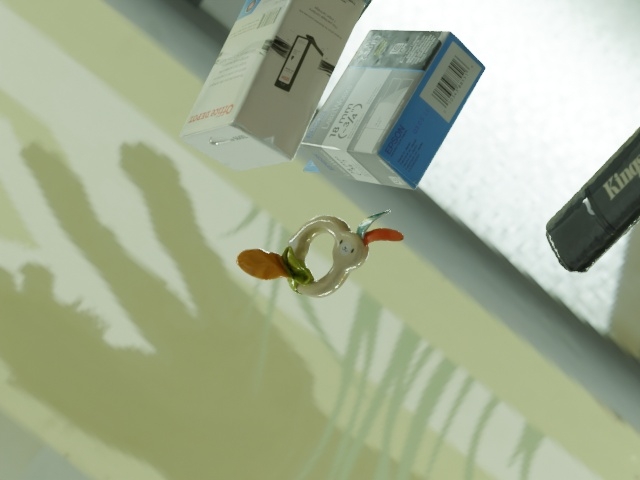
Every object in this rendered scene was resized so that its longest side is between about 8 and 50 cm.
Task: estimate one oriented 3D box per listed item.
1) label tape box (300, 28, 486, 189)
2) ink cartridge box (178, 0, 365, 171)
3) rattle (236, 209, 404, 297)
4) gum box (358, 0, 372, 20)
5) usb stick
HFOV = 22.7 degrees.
[{"bbox_3d":[0.085,-0.223,2.629,0.106,0.334,0.240,39,-105,-32],"label":"label tape box"},{"bbox_3d":[-0.055,-0.185,1.748,0.086,0.148,0.203,31,-106,-23],"label":"ink cartridge box"},{"bbox_3d":[0.000,0.000,2.330,0.143,0.200,0.130,36,-128,-35],"label":"rattle"},{"bbox_3d":[-0.002,-0.417,2.559,0.184,0.041,0.157,18,-128,20],"label":"gum box"},{"bbox_3d":[0.323,-0.070,1.598,0.045,0.278,0.077,9,-132,-33],"label":"usb stick"}]
